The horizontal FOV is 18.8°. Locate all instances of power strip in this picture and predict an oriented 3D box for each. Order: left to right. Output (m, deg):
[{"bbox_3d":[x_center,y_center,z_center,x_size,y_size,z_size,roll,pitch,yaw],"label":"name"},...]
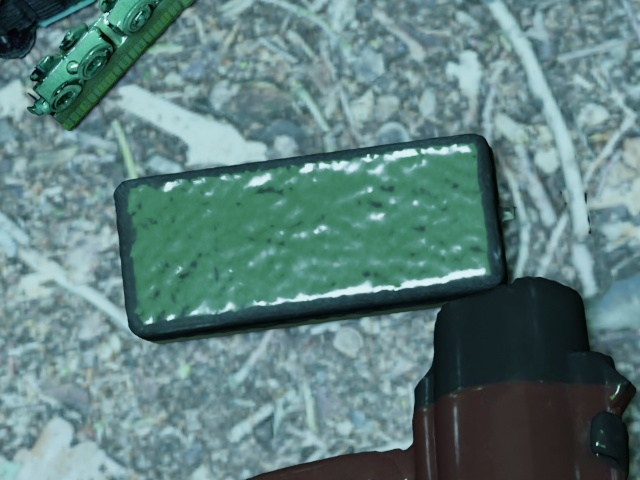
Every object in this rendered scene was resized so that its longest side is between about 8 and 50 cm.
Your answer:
[{"bbox_3d":[0.000,0.000,1.247,0.256,0.070,0.105,-7,81,9],"label":"power strip"}]

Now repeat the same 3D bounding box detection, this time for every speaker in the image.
[{"bbox_3d":[0.092,0.212,1.182,0.259,0.198,0.329,-32,54,41],"label":"speaker"}]

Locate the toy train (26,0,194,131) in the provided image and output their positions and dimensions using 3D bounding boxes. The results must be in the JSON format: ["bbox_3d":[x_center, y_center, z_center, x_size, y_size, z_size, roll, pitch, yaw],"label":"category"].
[{"bbox_3d":[-0.140,-0.136,1.291,0.038,0.071,0.148,42,87,11],"label":"toy train"}]

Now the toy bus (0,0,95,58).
[{"bbox_3d":[-0.287,-0.147,1.309,0.261,0.091,0.109,-27,70,1],"label":"toy bus"}]
